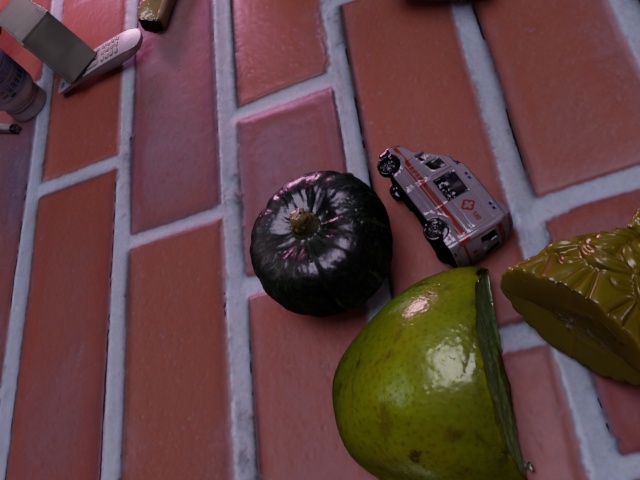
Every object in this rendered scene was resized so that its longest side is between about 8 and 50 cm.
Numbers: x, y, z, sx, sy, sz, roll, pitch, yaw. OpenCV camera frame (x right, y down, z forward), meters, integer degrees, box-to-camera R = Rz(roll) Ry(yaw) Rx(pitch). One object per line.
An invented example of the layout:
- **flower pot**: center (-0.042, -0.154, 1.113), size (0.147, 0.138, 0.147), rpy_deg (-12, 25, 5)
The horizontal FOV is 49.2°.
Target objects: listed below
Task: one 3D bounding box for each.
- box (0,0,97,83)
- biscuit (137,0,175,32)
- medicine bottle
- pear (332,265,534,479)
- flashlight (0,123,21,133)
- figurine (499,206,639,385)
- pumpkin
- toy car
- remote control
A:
- **box**: center (-0.580, -0.426, 1.465), size (0.086, 0.129, 0.225), rpy_deg (-51, 44, -2)
- **biscuit**: center (-0.331, -0.523, 1.472), size (0.056, 0.052, 0.187), rpy_deg (5, 67, 14)
- **medicine bottle**: center (-0.669, -0.335, 1.450), size (0.103, 0.186, 0.102), rpy_deg (-12, 59, 20)
- **pear**: center (0.102, 0.168, 0.846), size (0.239, 0.139, 0.287), rpy_deg (-19, 62, 28)
- **flashlight**: center (-0.683, -0.242, 1.510), size (0.083, 0.018, 0.018), rpy_deg (6, 67, 29)
- **figurine**: center (0.387, -0.009, 0.812), size (0.315, 0.168, 0.187), rpy_deg (-44, 26, -14)
- **pumpkin**: center (0.000, 0.002, 0.968), size (0.212, 0.152, 0.211), rpy_deg (-7, 76, 28)
- **toy car**: center (0.166, -0.062, 0.963), size (0.108, 0.089, 0.209), rpy_deg (-35, 56, 4)
- **remote control**: center (-0.456, -0.370, 1.457), size (0.229, 0.044, 0.073), rpy_deg (-24, 53, 22)
